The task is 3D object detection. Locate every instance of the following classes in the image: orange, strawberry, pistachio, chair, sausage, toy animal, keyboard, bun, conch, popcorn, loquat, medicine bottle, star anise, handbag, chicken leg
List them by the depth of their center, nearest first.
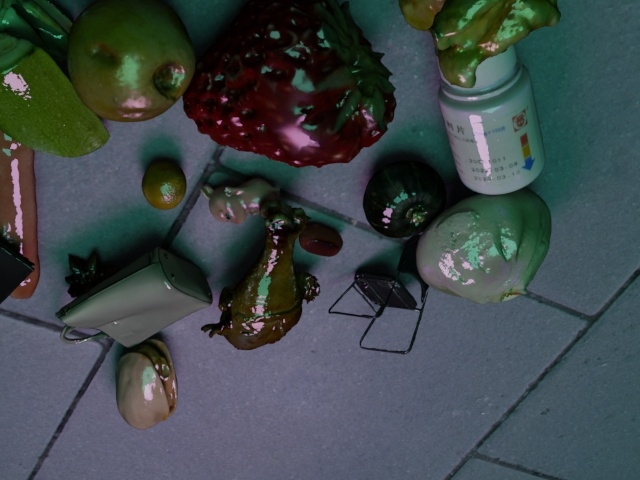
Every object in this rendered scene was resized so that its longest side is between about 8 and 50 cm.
[{"bbox_3d":[0.253,-0.426,1.469,0.335,0.279,0.274,-25,150,-16],"label":"popcorn"},{"bbox_3d":[-0.306,-0.301,1.515,0.213,0.213,0.213,-5,128,-7],"label":"loquat"},{"bbox_3d":[-0.455,-0.354,1.530,0.170,0.079,0.105,21,132,-40],"label":"conch"},{"bbox_3d":[-0.075,-0.245,1.572,0.345,0.295,0.317,-21,167,27],"label":"strawberry"},{"bbox_3d":[0.304,-0.238,1.697,0.170,0.170,0.293,-19,129,4],"label":"medicine bottle"},{"bbox_3d":[-0.563,-0.063,1.719,0.094,0.094,0.419,26,130,19],"label":"sausage"},{"bbox_3d":[-0.290,-0.100,1.747,0.085,0.085,0.095,0,135,-10],"label":"orange"},{"bbox_3d":[-0.650,0.089,1.789,0.106,0.027,0.317,40,132,-18],"label":"keyboard"},{"bbox_3d":[-0.150,-0.077,1.803,0.150,0.089,0.084,-10,108,1],"label":"toy animal"},{"bbox_3d":[0.338,0.031,1.849,0.293,0.187,0.293,-22,151,-13],"label":"bun"},{"bbox_3d":[-0.084,0.086,1.867,0.211,0.140,0.361,-2,136,-42],"label":"chicken leg"},{"bbox_3d":[-0.385,0.148,1.874,0.315,0.109,0.241,-33,150,12],"label":"handbag"},{"bbox_3d":[-0.476,0.104,1.883,0.097,0.070,0.191,14,126,-23],"label":"star anise"},{"bbox_3d":[0.000,0.000,1.898,0.094,0.054,0.059,16,129,-21],"label":"sausage"},{"bbox_3d":[0.146,0.107,1.984,0.145,0.221,0.140,4,145,44],"label":"chair"},{"bbox_3d":[-0.377,0.314,2.026,0.143,0.144,0.215,0,118,-10],"label":"pistachio"}]

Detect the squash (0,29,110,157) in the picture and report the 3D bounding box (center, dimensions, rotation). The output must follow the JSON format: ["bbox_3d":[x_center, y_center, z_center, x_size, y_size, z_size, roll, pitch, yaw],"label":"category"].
[{"bbox_3d":[-0.504,-0.231,1.570,0.203,0.111,0.289,19,161,16],"label":"squash"}]

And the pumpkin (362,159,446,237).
[{"bbox_3d":[0.162,-0.079,1.823,0.167,0.125,0.167,1,144,1],"label":"pumpkin"}]
